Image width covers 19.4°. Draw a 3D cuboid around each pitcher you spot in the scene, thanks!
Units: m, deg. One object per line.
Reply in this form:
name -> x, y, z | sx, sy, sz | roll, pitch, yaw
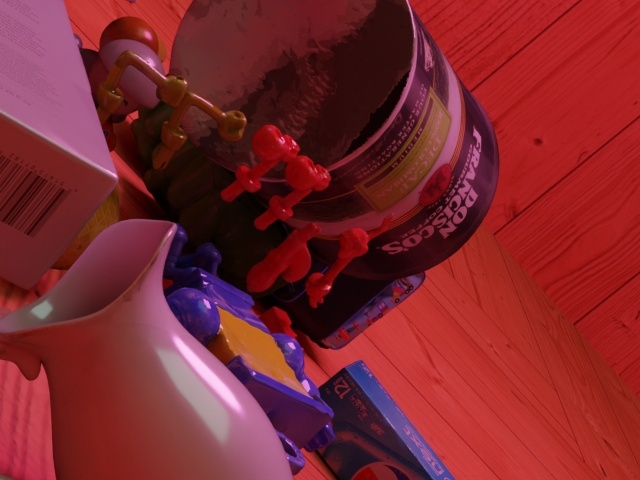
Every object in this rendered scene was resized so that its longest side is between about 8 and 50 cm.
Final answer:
pitcher -> -0.115, 0.117, 1.024 | 0.125, 0.178, 0.207 | 15, -49, 63

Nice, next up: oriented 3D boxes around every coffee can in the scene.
coffee can -> 0.018, -0.101, 1.548 | 0.201, 0.201, 0.275 | 55, 6, 25

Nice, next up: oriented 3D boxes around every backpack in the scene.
backpack -> 0.000, 0.000, 1.818 | 0.117, 0.158, 0.173 | 52, -5, -40

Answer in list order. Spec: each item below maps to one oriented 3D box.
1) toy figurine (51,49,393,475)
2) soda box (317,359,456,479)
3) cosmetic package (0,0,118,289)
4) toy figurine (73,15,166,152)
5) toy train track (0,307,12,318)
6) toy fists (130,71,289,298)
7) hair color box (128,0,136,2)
toy figurine -> -0.058, 0.056, 1.301 | 0.362, 0.191, 0.217 | 34, 24, -52
soda box -> 0.067, 0.205, 1.596 | 0.210, 0.067, 0.071 | 51, 11, 7
cosmetic package -> -0.306, -0.156, 1.050 | 0.377, 0.097, 0.284 | 31, 21, -29
toy figurine -> -0.220, -0.163, 1.449 | 0.213, 0.148, 0.209 | 48, 11, -12
toy train track -> -0.217, 0.036, 1.156 | 0.083, 0.014, 0.048 | 48, 16, 21
toy fists -> -0.107, -0.062, 1.719 | 0.142, 0.096, 0.279 | 62, 3, -31
hair color box -> -0.285, -0.295, 1.261 | 0.374, 0.113, 0.185 | 22, -7, 26
